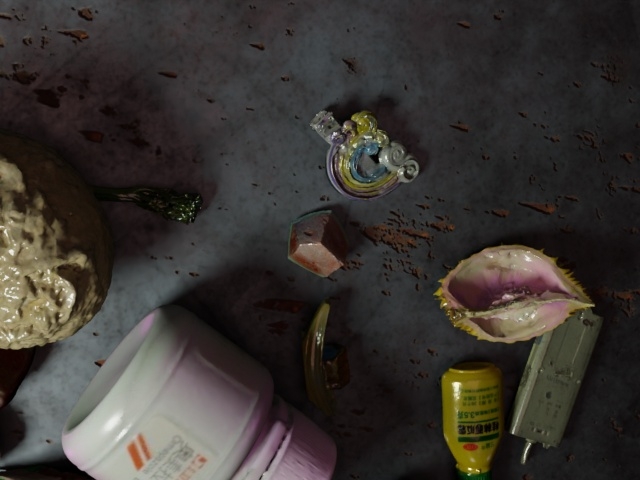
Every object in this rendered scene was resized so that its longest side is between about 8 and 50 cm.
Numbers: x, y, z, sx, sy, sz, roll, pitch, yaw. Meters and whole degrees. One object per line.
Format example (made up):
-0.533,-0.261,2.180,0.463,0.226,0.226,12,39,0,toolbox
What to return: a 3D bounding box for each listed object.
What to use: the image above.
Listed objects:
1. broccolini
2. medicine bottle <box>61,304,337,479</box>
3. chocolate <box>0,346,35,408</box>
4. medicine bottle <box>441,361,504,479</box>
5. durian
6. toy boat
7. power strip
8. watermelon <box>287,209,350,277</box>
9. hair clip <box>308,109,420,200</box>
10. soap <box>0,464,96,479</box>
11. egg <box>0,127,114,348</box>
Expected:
-0.280,-0.065,1.231,0.239,0.051,0.054,11,54,-7,broccolini
-0.153,0.256,1.191,0.302,0.241,0.241,39,89,-14,medicine bottle
-0.427,0.168,1.196,0.080,0.125,0.148,36,85,-30,chocolate
0.232,0.315,1.368,0.095,0.064,0.260,-4,99,-11,medicine bottle
0.277,0.081,1.313,0.182,0.132,0.165,-37,92,7,durian
0.007,0.169,1.302,0.066,0.065,0.172,-6,104,3,toy boat
0.355,0.221,1.394,0.092,0.034,0.267,17,94,-13,power strip
0.003,0.002,1.279,0.085,0.072,0.092,26,87,-31,watermelon
0.057,-0.118,1.289,0.116,0.049,0.172,-43,112,11,hair clip
-0.335,0.441,1.221,0.098,0.218,0.273,-21,104,-44,soap
-0.395,-0.008,1.093,0.310,0.279,0.279,27,92,12,egg
